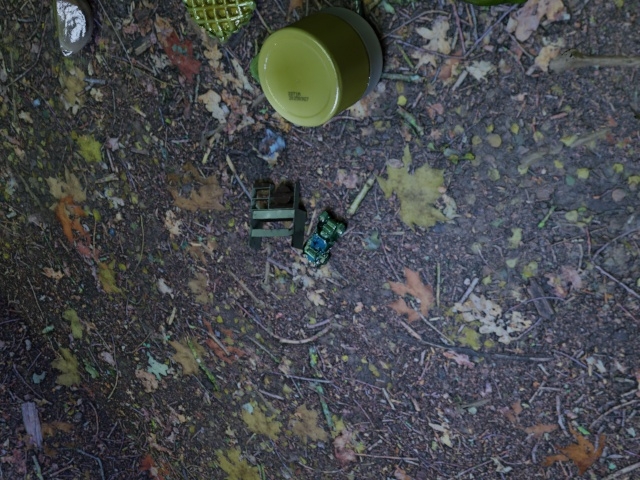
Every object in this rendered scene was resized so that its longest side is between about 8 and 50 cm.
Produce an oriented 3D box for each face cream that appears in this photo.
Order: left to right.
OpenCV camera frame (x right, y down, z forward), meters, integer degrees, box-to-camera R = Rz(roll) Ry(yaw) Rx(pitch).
[{"bbox_3d":[-0.001,-0.381,1.459,0.218,0.179,0.218,21,130,27],"label":"face cream"}]

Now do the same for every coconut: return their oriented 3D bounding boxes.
[{"bbox_3d":[-0.122,-0.415,1.601,0.096,0.088,0.087,-22,100,46],"label":"coconut"}]

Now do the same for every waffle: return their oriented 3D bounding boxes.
[{"bbox_3d":[-0.245,-0.601,1.606,0.214,0.054,0.208,49,125,6],"label":"waffle"}]

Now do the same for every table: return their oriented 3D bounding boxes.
[{"bbox_3d":[-0.114,-0.065,1.778,0.146,0.062,0.175,0,80,33],"label":"table"}]

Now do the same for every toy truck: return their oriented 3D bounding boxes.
[{"bbox_3d":[-0.001,0.001,1.733,0.080,0.078,0.154,37,127,11],"label":"toy truck"}]

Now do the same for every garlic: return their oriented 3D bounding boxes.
[{"bbox_3d":[-0.686,-0.613,1.855,0.087,0.102,0.195,51,145,43],"label":"garlic"}]

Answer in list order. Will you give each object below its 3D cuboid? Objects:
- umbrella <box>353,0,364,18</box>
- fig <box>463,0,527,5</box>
[{"bbox_3d":[0.090,-0.506,1.456,0.044,0.044,0.268,-19,113,-1],"label":"umbrella"},{"bbox_3d":[0.324,-0.493,1.263,0.156,0.123,0.123,31,132,-21],"label":"fig"}]
